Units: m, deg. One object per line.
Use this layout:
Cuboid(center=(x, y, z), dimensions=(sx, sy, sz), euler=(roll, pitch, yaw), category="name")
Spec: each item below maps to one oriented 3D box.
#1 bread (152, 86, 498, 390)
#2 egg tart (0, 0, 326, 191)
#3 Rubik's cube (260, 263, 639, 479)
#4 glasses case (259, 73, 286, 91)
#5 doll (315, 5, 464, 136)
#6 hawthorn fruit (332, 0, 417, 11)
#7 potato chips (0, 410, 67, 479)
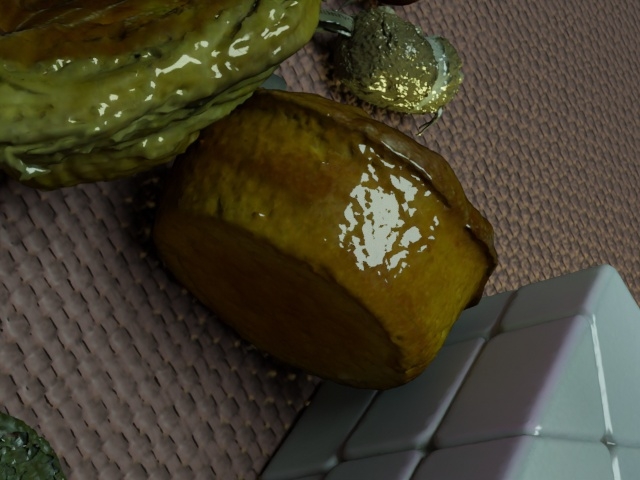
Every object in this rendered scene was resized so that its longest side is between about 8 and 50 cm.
Cuboid(center=(0.005, 0.003, 0.959), dimensions=(0.312, 0.312, 0.172), euler=(43, 63, -29), category="bread")
Cuboid(center=(-0.158, -0.154, 0.855), dimensions=(0.351, 0.340, 0.153), euler=(-116, -161, -51), category="egg tart")
Cuboid(center=(0.164, 0.260, 0.998), dimensions=(0.321, 0.316, 0.319), euler=(57, 42, -17), category="Rubik's cube")
Cuboid(center=(-0.115, -0.164, 1.069), dimensions=(0.191, 0.042, 0.072), euler=(23, 66, -41), category="glasses case")
Cuboid(center=(0.075, -0.210, 1.243), dimensions=(0.221, 0.105, 0.114), euler=(27, 63, -41), category="doll")
Cuboid(center=(0.098, -0.340, 1.293), dimensions=(0.149, 0.149, 0.189), euler=(36, 51, -34), category="hawthorn fruit")
Cuboid(center=(-0.258, 0.220, 0.768), dimensions=(0.202, 0.029, 0.219), euler=(33, 51, -39), category="potato chips")
